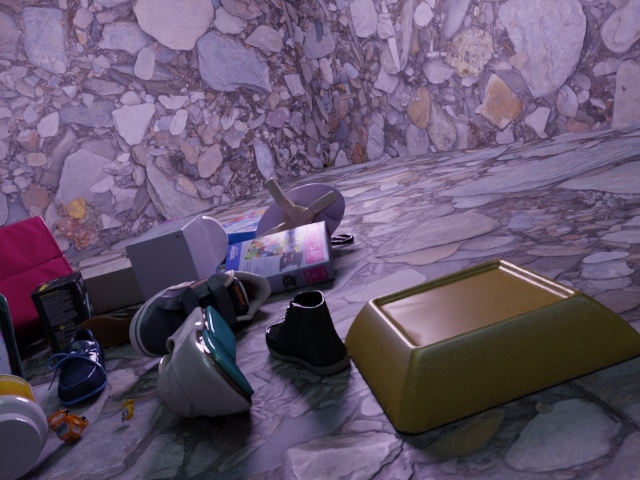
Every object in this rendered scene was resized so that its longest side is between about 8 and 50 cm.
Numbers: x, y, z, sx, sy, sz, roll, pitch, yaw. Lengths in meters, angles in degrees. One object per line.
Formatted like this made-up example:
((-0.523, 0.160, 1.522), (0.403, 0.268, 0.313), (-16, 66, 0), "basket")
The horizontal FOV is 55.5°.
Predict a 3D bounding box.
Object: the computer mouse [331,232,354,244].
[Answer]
((0.000, 0.000, 1.775), (0.242, 0.041, 0.071), (5, 32, 43), "computer mouse")

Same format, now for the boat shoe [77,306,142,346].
((-0.440, 0.191, 1.377), (0.207, 0.073, 0.073), (-7, 11, 6), "boat shoe")

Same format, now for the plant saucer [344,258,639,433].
((0.211, 0.116, 0.867), (0.333, 0.081, 0.333), (-17, 11, -7), "plant saucer")

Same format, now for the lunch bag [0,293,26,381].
((-0.652, 0.222, 1.135), (0.160, 0.223, 0.262), (-11, 10, -5), "lunch bag")

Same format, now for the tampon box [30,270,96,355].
((-0.598, 0.171, 1.439), (0.101, 0.161, 0.120), (-18, 12, -12), "tampon box")

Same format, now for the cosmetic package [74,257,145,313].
((-0.579, 0.124, 1.747), (0.309, 0.113, 0.160), (-14, 12, 5), "cosmetic package")

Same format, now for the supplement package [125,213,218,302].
((-0.361, 0.059, 1.536), (0.149, 0.194, 0.203), (-15, 12, 6), "supplement package")

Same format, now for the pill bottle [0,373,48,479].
((-0.474, 0.279, 0.907), (0.118, 0.117, 0.208), (-22, 14, -28), "pill bottle")

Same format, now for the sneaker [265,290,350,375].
((-0.033, 0.134, 0.998), (0.083, 0.118, 0.222), (-23, 14, -30), "sneaker")

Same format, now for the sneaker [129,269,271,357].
((-0.231, 0.133, 1.233), (0.127, 0.126, 0.321), (-14, 9, 37), "sneaker")

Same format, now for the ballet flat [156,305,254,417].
((-0.189, 0.200, 0.939), (0.139, 0.139, 0.400), (-18, 8, -11), "ballet flat")

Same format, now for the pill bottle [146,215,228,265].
((-0.443, 0.014, 1.934), (0.301, 0.169, 0.169), (-2, 18, 45), "pill bottle")

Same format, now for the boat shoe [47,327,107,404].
((-0.470, 0.235, 1.162), (0.109, 0.089, 0.258), (-20, 13, -21), "boat shoe")

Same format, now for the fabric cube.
((-0.810, 0.129, 1.545), (0.254, 0.259, 0.258), (-30, 1, 37), "fabric cube")

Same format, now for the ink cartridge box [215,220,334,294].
((-0.125, 0.056, 1.478), (0.311, 0.065, 0.186), (-16, 32, 7), "ink cartridge box")

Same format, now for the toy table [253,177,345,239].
((-0.064, -0.050, 1.643), (0.274, 0.252, 0.161), (-44, -3, 7), "toy table")

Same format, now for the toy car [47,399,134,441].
((-0.351, 0.273, 0.931), (0.122, 0.060, 0.040), (-22, 44, 0), "toy car")

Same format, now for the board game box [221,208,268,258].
((-0.205, -0.031, 2.035), (0.308, 0.086, 0.302), (-4, 17, 43), "board game box")

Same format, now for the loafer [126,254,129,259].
((-0.541, 0.047, 2.162), (0.303, 0.095, 0.109), (-17, 42, 13), "loafer")
